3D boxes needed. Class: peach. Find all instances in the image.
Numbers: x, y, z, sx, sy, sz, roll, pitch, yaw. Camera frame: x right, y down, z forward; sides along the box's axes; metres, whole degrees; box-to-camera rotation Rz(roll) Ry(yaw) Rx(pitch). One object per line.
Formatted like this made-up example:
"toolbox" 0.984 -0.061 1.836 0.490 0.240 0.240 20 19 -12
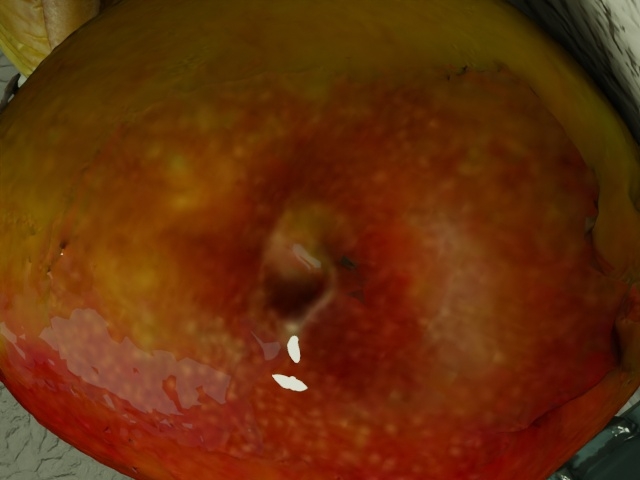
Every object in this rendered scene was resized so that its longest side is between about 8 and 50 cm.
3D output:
"peach" -0.001 0.002 0.655 0.372 0.290 0.372 27 170 5

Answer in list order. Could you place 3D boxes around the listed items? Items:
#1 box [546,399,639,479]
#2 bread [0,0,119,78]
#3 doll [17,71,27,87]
"box" 0.264 0.239 0.942 0.227 0.162 0.130 55 170 -7
"bread" -0.167 -0.233 0.889 0.119 0.152 0.288 29 144 17
"doll" -0.132 -0.209 1.213 0.348 0.161 0.423 22 -123 -50
